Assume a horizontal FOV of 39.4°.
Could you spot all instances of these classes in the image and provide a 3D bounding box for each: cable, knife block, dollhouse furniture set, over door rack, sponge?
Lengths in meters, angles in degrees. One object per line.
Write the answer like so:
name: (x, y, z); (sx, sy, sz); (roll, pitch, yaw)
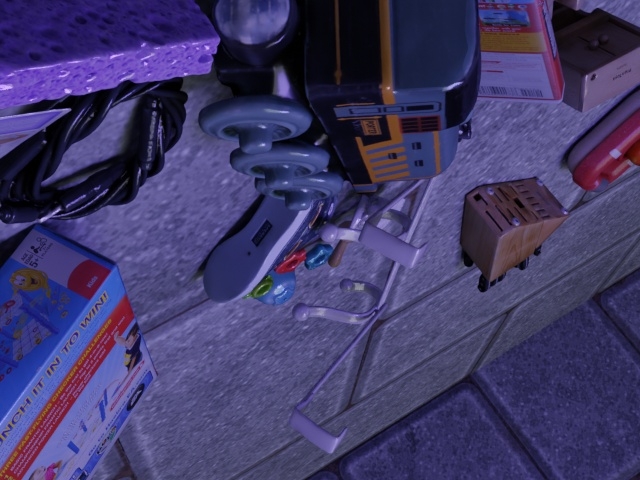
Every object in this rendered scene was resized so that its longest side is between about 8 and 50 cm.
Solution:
cable: (-0.169, -0.072, 0.708); (0.184, 0.047, 0.150); (-41, 158, 12)
knife block: (0.285, 0.009, 1.498); (0.276, 0.088, 0.242); (-11, 147, -48)
dollhouse furniture set: (0.228, -0.270, 0.831); (0.212, 0.161, 0.242); (-28, 135, -19)
over door rack: (0.040, 0.024, 0.948); (0.324, 0.108, 0.239); (-62, 172, -63)
sponge: (-0.171, -0.127, 0.493); (0.210, 0.117, 0.031); (-19, 154, -36)

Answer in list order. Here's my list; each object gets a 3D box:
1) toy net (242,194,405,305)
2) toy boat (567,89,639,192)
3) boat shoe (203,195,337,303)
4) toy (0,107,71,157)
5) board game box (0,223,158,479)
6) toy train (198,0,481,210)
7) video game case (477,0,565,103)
toy net: (0.000, 0.000, 1.122); (0.232, 0.045, 0.122); (-38, 156, 2)
toy boat: (0.530, -0.145, 1.457); (0.231, 0.151, 0.151); (-45, 157, 23)
boat shoe: (-0.053, 0.004, 1.015); (0.183, 0.065, 0.083); (-47, 157, 26)
toy: (-0.252, -0.020, 0.548); (0.137, 0.056, 0.237); (-17, 178, -37)
board game box: (-0.287, 0.186, 0.837); (0.308, 0.086, 0.302); (-58, 168, -25)
toy train: (0.024, -0.111, 0.682); (0.190, 0.142, 0.334); (-1, 169, 8)
video game case: (0.079, -0.173, 0.713); (0.285, 0.204, 0.025); (31, 67, -67)
